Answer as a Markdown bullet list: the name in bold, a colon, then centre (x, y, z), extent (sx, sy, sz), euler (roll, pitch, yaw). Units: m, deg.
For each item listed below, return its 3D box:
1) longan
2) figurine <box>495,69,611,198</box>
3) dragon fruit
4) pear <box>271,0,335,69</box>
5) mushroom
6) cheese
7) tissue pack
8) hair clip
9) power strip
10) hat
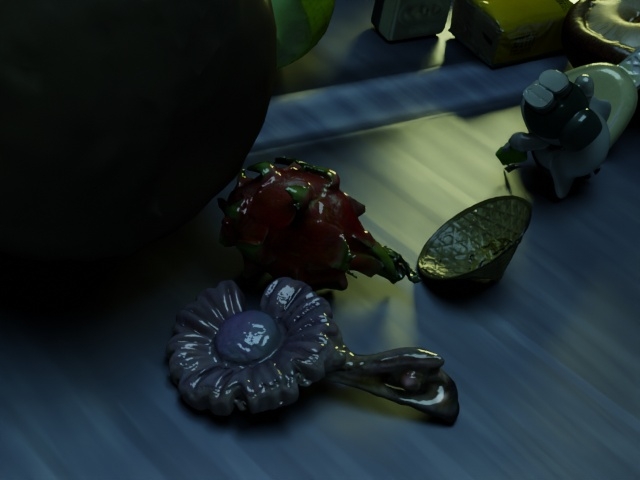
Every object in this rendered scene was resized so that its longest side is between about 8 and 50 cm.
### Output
- **longan**: centre (-0.243, -0.173, 1.226), extent (0.404, 0.436, 0.404), euler (7, 72, -22)
- **figurine**: centre (0.306, -0.138, 1.517), extent (0.126, 0.192, 0.147), euler (31, 79, 41)
- **dragon fruit**: centre (0.000, 0.000, 1.306), extent (0.236, 0.135, 0.137), euler (33, 34, -1)
- **pear**: centre (-0.123, -0.336, 1.655), extent (0.281, 0.176, 0.286), euler (-7, 46, -24)
- **mushroom**: centre (0.448, -0.268, 1.736), extent (0.194, 0.138, 0.231), euler (-13, 42, 1)
- **cheese**: centre (0.397, -0.211, 1.617), extent (0.127, 0.235, 0.050), euler (52, 10, 11)
- **tissue pack**: centre (0.293, -0.332, 1.814), extent (0.169, 0.082, 0.120), euler (-16, 47, -30)
- **hair clip**: centre (-0.003, 0.115, 1.201), extent (0.300, 0.069, 0.173), euler (11, 40, 0)
- **power strip**: centre (0.149, -0.412, 1.740), extent (0.105, 0.257, 0.070), euler (-14, 45, -27)
- **hat**: centre (0.190, 0.019, 1.380), extent (0.146, 0.067, 0.146), euler (-29, 24, 14)
